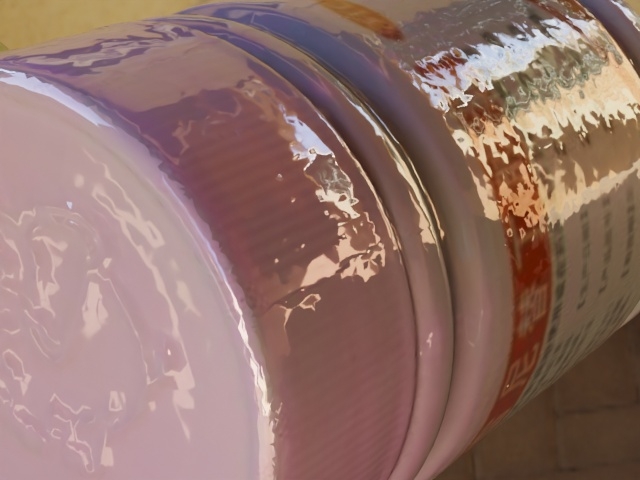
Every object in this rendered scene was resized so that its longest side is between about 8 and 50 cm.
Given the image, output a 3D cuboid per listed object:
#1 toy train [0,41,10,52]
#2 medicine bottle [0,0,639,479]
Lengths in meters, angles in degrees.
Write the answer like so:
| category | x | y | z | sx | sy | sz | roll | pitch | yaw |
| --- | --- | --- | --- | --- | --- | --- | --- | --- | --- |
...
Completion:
| category | x | y | z | sx | sy | sz | roll | pitch | yaw |
| --- | --- | --- | --- | --- | --- | --- | --- | --- | --- |
| toy train | -0.227 | -0.005 | 0.834 | 0.271 | 0.188 | 0.159 | -50 | 7 | 4 |
| medicine bottle | 0.000 | 0.000 | 0.552 | 0.202 | 0.202 | 0.316 | 15 | 25 | 33 |
